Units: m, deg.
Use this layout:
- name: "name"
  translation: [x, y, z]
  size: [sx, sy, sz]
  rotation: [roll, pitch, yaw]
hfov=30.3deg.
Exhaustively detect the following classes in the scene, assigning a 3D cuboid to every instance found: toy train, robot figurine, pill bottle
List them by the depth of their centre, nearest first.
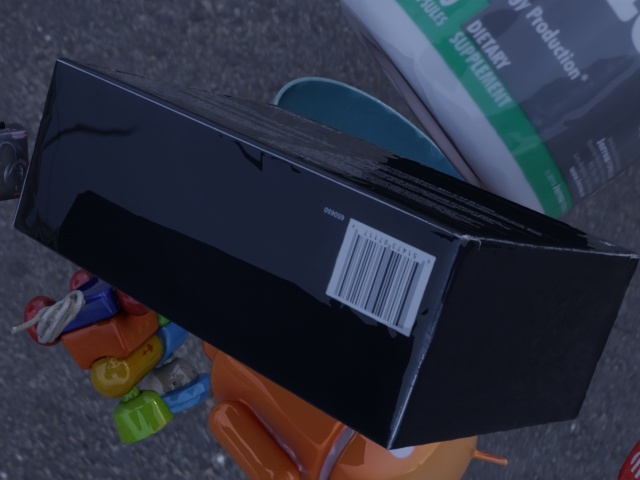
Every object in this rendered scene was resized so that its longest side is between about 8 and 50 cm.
- name: "pill bottle"
  translation: [0.210, -0.183, 0.736]
  size: [0.361, 0.204, 0.204]
  rotation: [-37, 66, 4]
- name: "robot figurine"
  translation: [0.016, 0.101, 0.785]
  size: [0.219, 0.158, 0.128]
  rotation: [40, 102, 27]
- name: "toy train"
  translation: [-0.165, 0.099, 0.939]
  size: [0.105, 0.248, 0.143]
  rotation: [-20, 99, 16]

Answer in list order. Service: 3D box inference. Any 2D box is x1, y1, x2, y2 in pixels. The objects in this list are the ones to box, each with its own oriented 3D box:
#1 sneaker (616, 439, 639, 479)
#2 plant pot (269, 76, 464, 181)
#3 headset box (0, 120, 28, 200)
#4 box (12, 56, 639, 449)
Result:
- name: "sneaker"
  translation: [0.179, 0.050, 0.463]
  size: [0.118, 0.107, 0.279]
  rotation: [36, 35, 31]
- name: "plant pot"
  translation: [0.014, 0.014, 1.151]
  size: [0.195, 0.290, 0.290]
  rotation: [-45, 60, 31]
- name: "headset box"
  translation: [-0.339, -0.085, 1.234]
  size: [0.062, 0.083, 0.032]
  rotation: [-12, 27, -34]
- name: "box"
  translation: [0.000, 0.000, 0.609]
  size: [0.261, 0.184, 0.103]
  rotation: [26, 105, 35]
